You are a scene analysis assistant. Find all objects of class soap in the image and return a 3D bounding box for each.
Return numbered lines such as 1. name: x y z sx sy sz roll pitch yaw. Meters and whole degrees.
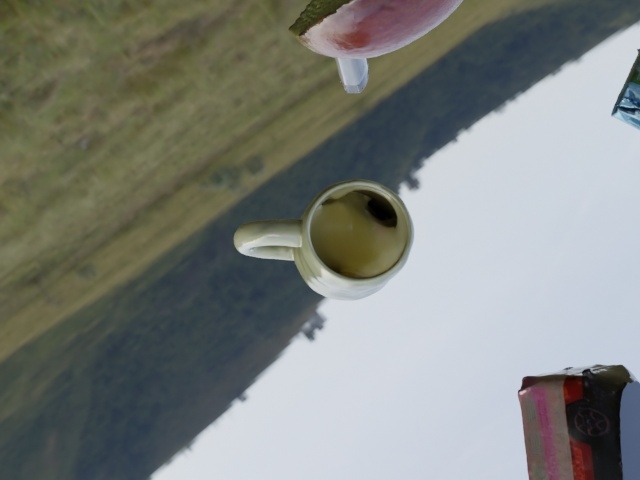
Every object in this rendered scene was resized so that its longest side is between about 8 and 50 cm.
1. soap: 0.561 -0.238 1.932 0.293 0.156 0.077 -56 167 -53

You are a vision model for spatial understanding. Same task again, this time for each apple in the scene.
1. apple: 0.106 -0.369 1.672 0.346 0.179 0.254 -46 153 18

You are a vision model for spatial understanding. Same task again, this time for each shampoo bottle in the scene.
1. shampoo bottle: 0.049 -0.350 2.187 0.056 0.086 0.227 1 161 9

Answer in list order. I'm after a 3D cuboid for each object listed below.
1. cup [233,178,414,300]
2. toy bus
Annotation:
1. cup: 0.010 0.018 1.877 0.255 0.173 0.202 -22 174 -9
2. toy bus: 0.346 0.307 1.539 0.147 0.302 0.127 -5 180 42
